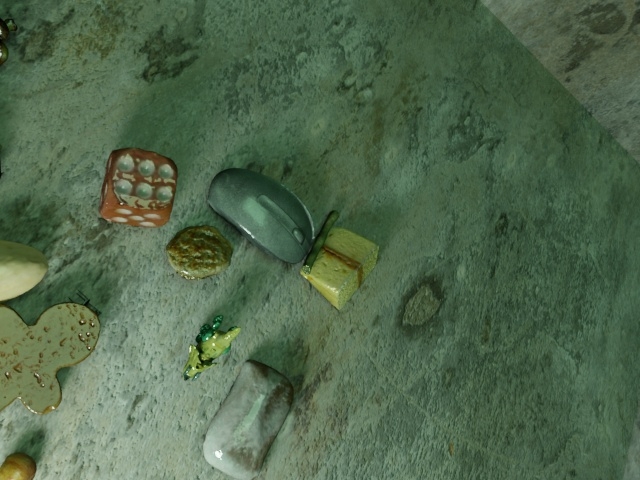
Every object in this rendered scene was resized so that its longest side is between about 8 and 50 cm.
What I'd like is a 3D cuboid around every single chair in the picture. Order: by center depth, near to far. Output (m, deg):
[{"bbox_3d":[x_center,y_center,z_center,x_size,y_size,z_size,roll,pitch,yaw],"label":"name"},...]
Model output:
[{"bbox_3d":[-0.593,0.165,1.400,0.086,0.042,0.037,47,63,-9],"label":"chair"}]

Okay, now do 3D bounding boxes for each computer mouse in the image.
[{"bbox_3d":[-0.164,-0.077,1.670,0.374,0.114,0.203,35,60,-17],"label":"computer mouse"}]

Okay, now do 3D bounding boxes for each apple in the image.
[{"bbox_3d":[-0.674,0.514,1.230,0.071,0.084,0.084,27,62,4],"label":"apple"}]

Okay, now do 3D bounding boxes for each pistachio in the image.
[{"bbox_3d":[-0.747,0.069,1.296,0.200,0.117,0.145,-23,101,-32],"label":"pistachio"}]

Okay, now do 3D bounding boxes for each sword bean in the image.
[{"bbox_3d":[0.000,0.000,1.753,0.038,0.043,0.269,53,45,-29],"label":"sword bean"}]

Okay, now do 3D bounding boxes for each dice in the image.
[{"bbox_3d":[-0.483,-0.140,1.475,0.175,0.179,0.174,10,71,-24],"label":"dice"}]

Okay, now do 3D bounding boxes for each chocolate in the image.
[{"bbox_3d":[-0.181,0.485,1.506,0.185,0.100,0.303,36,64,-19],"label":"chocolate"}]

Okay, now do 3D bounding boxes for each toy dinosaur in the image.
[{"bbox_3d":[-0.271,0.263,1.448,0.094,0.259,0.153,38,33,-17],"label":"toy dinosaur"}]

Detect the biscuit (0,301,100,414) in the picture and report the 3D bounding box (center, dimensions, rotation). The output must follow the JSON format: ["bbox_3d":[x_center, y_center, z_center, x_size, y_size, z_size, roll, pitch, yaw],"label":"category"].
[{"bbox_3d":[-0.718,0.288,1.279,0.432,0.064,0.283,-33,98,-31],"label":"biscuit"}]

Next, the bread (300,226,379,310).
[{"bbox_3d":[0.055,0.079,1.796,0.178,0.135,0.240,29,58,19],"label":"bread"}]

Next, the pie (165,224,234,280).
[{"bbox_3d":[-0.338,0.034,1.562,0.193,0.079,0.163,-7,71,-31],"label":"pie"}]

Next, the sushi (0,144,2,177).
[{"bbox_3d":[-0.909,-0.230,1.313,0.273,0.134,0.109,3,60,-13],"label":"sushi"}]

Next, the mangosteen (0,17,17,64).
[{"bbox_3d":[-0.870,-0.520,1.389,0.184,0.172,0.172,23,64,-43],"label":"mangosteen"}]
